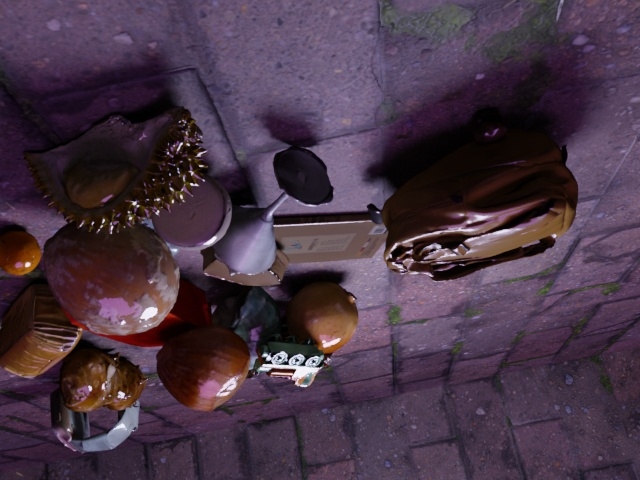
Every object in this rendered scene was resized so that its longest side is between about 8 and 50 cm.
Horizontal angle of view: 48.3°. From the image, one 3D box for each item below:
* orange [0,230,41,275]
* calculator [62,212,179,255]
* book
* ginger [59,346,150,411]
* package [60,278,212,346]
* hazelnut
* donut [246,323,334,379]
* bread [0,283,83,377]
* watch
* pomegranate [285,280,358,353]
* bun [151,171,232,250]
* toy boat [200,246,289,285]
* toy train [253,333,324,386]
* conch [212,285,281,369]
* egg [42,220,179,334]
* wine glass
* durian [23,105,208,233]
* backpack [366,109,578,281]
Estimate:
[{"bbox_3d":[-0.548,0.022,1.292,0.084,0.083,0.083,-9,157,-4],"label":"orange"},{"bbox_3d":[-0.349,-0.033,1.302,0.185,0.041,0.299,-14,155,8],"label":"calculator"},{"bbox_3d":[0.000,0.000,1.559,0.310,0.021,0.217,-3,156,-18],"label":"book"},{"bbox_3d":[-0.610,0.392,2.002,0.254,0.176,0.418,-7,163,-14],"label":"ginger"},{"bbox_3d":[-0.399,0.142,1.584,0.196,0.123,0.423,-17,158,9],"label":"package"},{"bbox_3d":[-0.270,0.281,1.616,0.214,0.176,0.214,-4,123,-7],"label":"hazelnut"},{"bbox_3d":[-0.108,0.303,1.988,0.259,0.136,0.345,-11,-179,-39],"label":"donut"},{"bbox_3d":[-0.627,0.203,1.586,0.119,0.152,0.288,15,146,-35],"label":"bread"},{"bbox_3d":[-0.687,0.526,2.202,0.241,0.253,0.161,-24,140,0],"label":"watch"},{"bbox_3d":[0.005,0.190,1.804,0.191,0.191,0.191,-9,157,-4],"label":"pomegranate"},{"bbox_3d":[-0.215,-0.047,1.225,0.138,0.138,0.094,-13,172,5],"label":"bun"},{"bbox_3d":[-0.153,0.048,1.501,0.188,0.061,0.116,15,150,-24],"label":"toy boat"},{"bbox_3d":[-0.078,0.287,1.691,0.176,0.074,0.118,9,125,-33],"label":"toy train"},{"bbox_3d":[-0.188,0.213,1.771,0.195,0.220,0.277,5,176,4],"label":"conch"},{"bbox_3d":[-0.352,0.058,1.211,0.203,0.203,0.245,-24,138,28],"label":"egg"},{"bbox_3d":[-0.086,-0.054,1.252,0.156,0.156,0.232,7,148,-35],"label":"wine glass"},{"bbox_3d":[-0.282,-0.107,1.069,0.306,0.166,0.172,-18,-173,29],"label":"durian"},{"bbox_3d":[0.282,-0.059,1.319,0.378,0.201,0.353,-15,158,4],"label":"backpack"}]
